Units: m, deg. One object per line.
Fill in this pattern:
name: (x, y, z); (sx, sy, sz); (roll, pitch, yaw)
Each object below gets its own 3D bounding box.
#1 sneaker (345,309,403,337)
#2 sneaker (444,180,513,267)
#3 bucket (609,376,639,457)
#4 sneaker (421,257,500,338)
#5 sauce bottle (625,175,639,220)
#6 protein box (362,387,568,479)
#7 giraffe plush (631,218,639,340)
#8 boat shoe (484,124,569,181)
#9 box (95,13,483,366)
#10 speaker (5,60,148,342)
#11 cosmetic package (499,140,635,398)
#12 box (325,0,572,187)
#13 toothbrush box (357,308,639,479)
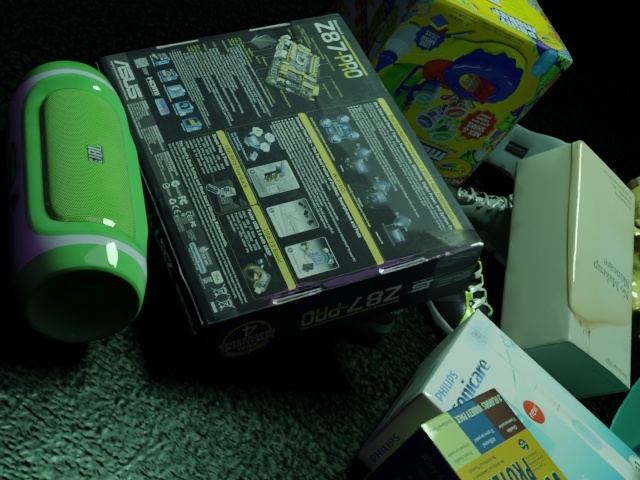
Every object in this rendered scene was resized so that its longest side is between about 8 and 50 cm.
sneaker: (0.000, 0.000, 1.270); (0.267, 0.106, 0.101); (36, 34, -4)
sneaker: (0.258, -0.061, 1.580); (0.229, 0.132, 0.086); (35, 33, -9)
bucket: (0.519, 0.238, 1.373); (0.183, 0.281, 0.281); (38, 32, 3)
sneaker: (0.177, 0.048, 1.398); (0.084, 0.097, 0.234); (-9, 57, -50)
sauce bottle: (0.613, 0.019, 1.869); (0.111, 0.111, 0.344); (27, 35, -20)
protein box: (0.125, 0.283, 0.961); (0.136, 0.201, 0.200); (-12, 59, -52)
giraffe plush: (0.448, 0.067, 1.619); (0.181, 0.210, 0.170); (15, 72, -56)
boat shoe: (0.361, -0.106, 1.722); (0.105, 0.113, 0.306); (30, 4, -33)
box: (-0.048, -0.079, 1.200); (0.318, 0.097, 0.395); (-17, 56, -17)
speaker: (-0.246, -0.046, 1.054); (0.131, 0.131, 0.296); (17, 39, -32)
cosmetic package: (0.337, 0.041, 1.432); (0.160, 0.113, 0.309); (35, 52, -36)
box: (0.160, -0.267, 1.593); (0.290, 0.279, 0.177); (16, 39, -32)
toothbrush box: (0.215, 0.250, 1.166); (0.295, 0.126, 0.216); (42, 31, 5)
